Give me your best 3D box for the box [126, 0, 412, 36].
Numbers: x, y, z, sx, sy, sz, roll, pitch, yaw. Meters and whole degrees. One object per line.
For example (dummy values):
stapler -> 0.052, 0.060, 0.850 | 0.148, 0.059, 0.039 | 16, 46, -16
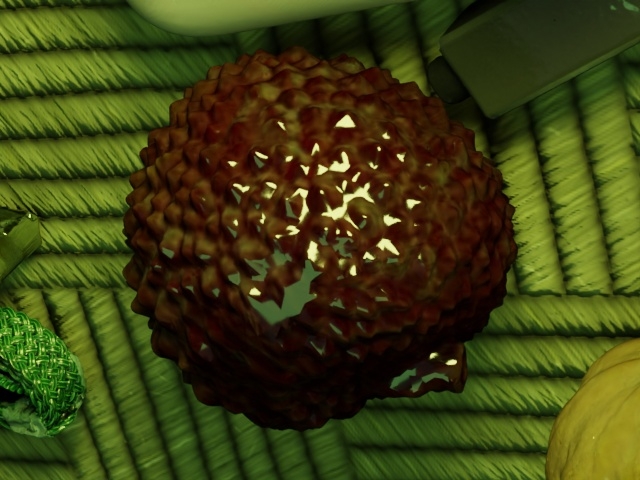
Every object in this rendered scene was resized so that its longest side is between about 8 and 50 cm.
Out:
box -> -0.034, -0.302, 1.379 | 0.349, 0.141, 0.288 | -7, 115, 30

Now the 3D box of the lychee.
lychee -> 0.000, 0.000, 1.466 | 0.330, 0.306, 0.306 | 53, 132, 18

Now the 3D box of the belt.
belt -> -0.294, 0.124, 1.832 | 0.151, 0.079, 0.121 | 27, 139, 24

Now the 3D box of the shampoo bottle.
shampoo bottle -> 0.183, -0.169, 1.390 | 0.246, 0.080, 0.079 | -27, 104, 37

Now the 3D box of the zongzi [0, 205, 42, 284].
zongzi -> -0.338, 0.001, 1.749 | 0.119, 0.109, 0.055 | 21, 132, 14

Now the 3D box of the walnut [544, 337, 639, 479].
walnut -> 0.333, 0.227, 1.437 | 0.306, 0.306, 0.344 | 0, 125, 27
